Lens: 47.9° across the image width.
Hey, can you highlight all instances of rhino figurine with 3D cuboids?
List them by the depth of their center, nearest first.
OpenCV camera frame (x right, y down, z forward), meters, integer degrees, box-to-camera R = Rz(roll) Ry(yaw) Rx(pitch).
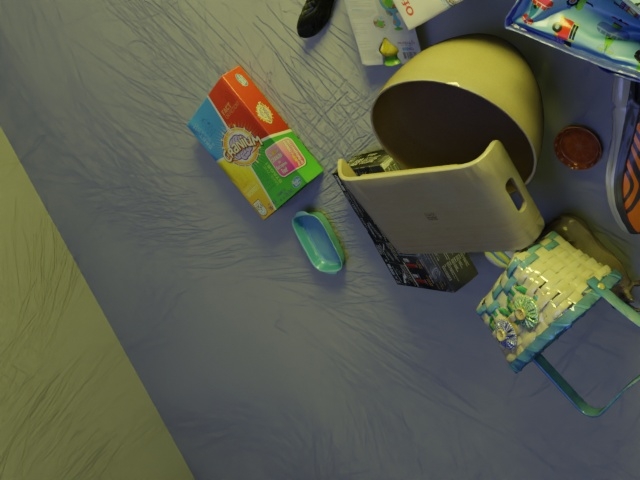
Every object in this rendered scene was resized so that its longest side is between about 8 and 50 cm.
[{"bbox_3d":[0.500,0.047,1.327,0.243,0.073,0.106,45,146,3],"label":"rhino figurine"}]

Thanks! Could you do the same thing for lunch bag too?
[{"bbox_3d":[0.438,-0.310,0.957,0.293,0.221,0.138,36,141,17],"label":"lunch bag"}]

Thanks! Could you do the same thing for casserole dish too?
[{"bbox_3d":[0.000,0.000,1.817,0.114,0.037,0.188,-7,117,48],"label":"casserole dish"}]

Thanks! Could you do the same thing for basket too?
[{"bbox_3d":[0.432,0.154,1.262,0.289,0.201,0.254,42,142,19],"label":"basket"}]

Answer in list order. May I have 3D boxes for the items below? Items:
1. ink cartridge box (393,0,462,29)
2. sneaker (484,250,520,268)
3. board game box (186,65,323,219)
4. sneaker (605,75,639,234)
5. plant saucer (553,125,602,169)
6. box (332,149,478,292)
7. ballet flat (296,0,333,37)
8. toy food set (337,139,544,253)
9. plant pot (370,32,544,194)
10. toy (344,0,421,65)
[{"bbox_3d":[0.216,-0.463,1.090,0.233,0.168,0.171,-14,110,50],"label":"ink cartridge box"},{"bbox_3d":[0.341,-0.032,1.403,0.240,0.091,0.126,29,138,25],"label":"sneaker"},{"bbox_3d":[-0.166,-0.229,1.762,0.316,0.064,0.242,51,143,-2],"label":"board game box"},{"bbox_3d":[0.539,-0.138,1.084,0.180,0.125,0.320,15,131,38],"label":"sneaker"},{"bbox_3d":[0.446,-0.161,1.248,0.084,0.013,0.083,26,137,27],"label":"plant saucer"},{"bbox_3d":[0.171,-0.042,1.513,0.307,0.077,0.242,59,162,-12],"label":"box"},{"bbox_3d":[-0.005,-0.468,1.420,0.173,0.058,0.049,123,143,-51],"label":"ballet flat"},{"bbox_3d":[0.204,-0.078,1.251,0.306,0.092,0.219,-3,141,38],"label":"toy food set"},{"bbox_3d":[0.252,-0.232,1.208,0.284,0.190,0.284,24,156,12],"label":"plant pot"},{"bbox_3d":[0.111,-0.435,1.313,0.137,0.056,0.237,9,133,36],"label":"toy"}]
